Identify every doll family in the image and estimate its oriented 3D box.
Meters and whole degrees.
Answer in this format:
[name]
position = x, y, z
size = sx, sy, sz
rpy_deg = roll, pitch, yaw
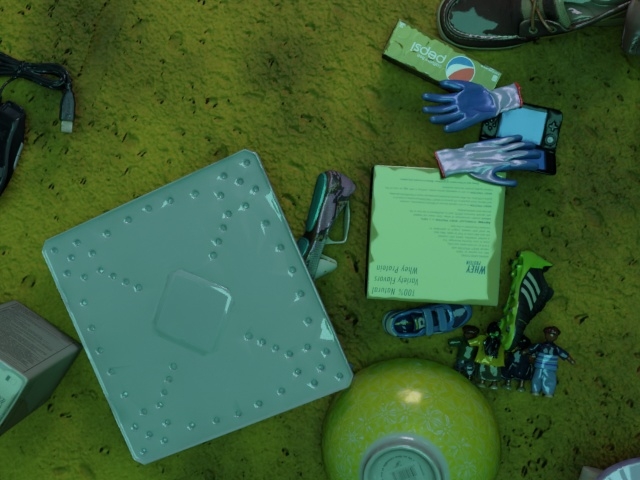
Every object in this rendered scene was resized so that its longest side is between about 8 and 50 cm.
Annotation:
[doll family]
position = 0.299, 0.180, 1.706
size = 0.193, 0.076, 0.111
rpy_deg = 9, 89, -3

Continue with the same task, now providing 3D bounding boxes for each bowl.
[bowl]
position = 0.132, 0.338, 1.651
size = 0.290, 0.156, 0.289
rpy_deg = 2, 101, 9

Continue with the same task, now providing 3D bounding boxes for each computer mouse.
[computer mouse]
position = -0.481, -0.166, 1.725
size = 0.184, 0.060, 0.261
rpy_deg = 7, 81, 6

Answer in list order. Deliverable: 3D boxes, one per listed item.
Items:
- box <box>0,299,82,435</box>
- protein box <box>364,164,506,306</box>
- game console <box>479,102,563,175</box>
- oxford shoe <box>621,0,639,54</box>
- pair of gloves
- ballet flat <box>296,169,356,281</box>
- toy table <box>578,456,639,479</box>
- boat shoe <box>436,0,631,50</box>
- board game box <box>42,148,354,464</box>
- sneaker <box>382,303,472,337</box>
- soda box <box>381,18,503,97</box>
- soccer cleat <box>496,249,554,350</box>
[box]
position = -0.477, 0.188, 1.612
size = 0.148, 0.311, 0.121
rpy_deg = 33, 93, 1
[protein box]
position = 0.172, -0.009, 1.667
size = 0.200, 0.136, 0.201
rpy_deg = 3, 92, 1
[game console]
position = 0.313, -0.163, 1.687
size = 0.122, 0.071, 0.107
rpy_deg = 12, 93, 1
[oxford shoe]
position = 0.606, -0.325, 1.628
size = 0.364, 0.130, 0.132
rpy_deg = 2, 127, -21
[pair of gloves]
position = 0.239, -0.162, 1.613
size = 0.159, 0.023, 0.198
rpy_deg = -8, 62, -4
[ballet flat]
position = 0.000, 0.000, 1.711
size = 0.079, 0.077, 0.221
rpy_deg = 21, 93, -18
[toy table]
position = 0.532, 0.406, 1.661
size = 0.274, 0.161, 0.252
rpy_deg = 27, 93, 0
[boat shoe]
position = 0.348, -0.365, 1.649
size = 0.342, 0.123, 0.123
rpy_deg = -5, 92, 2
[board game box]
position = -0.191, 0.107, 1.692
size = 0.390, 0.050, 0.389
rpy_deg = -23, 92, 15
[sneaker]
position = 0.170, 0.126, 1.712
size = 0.144, 0.059, 0.053
rpy_deg = -13, 90, 2
[soda box]
position = 0.188, -0.274, 1.692
size = 0.181, 0.058, 0.061
rpy_deg = 27, 93, 1
[soccer cleat]
position = 0.320, 0.095, 1.672
size = 0.072, 0.060, 0.178
rpy_deg = 22, 58, -6
